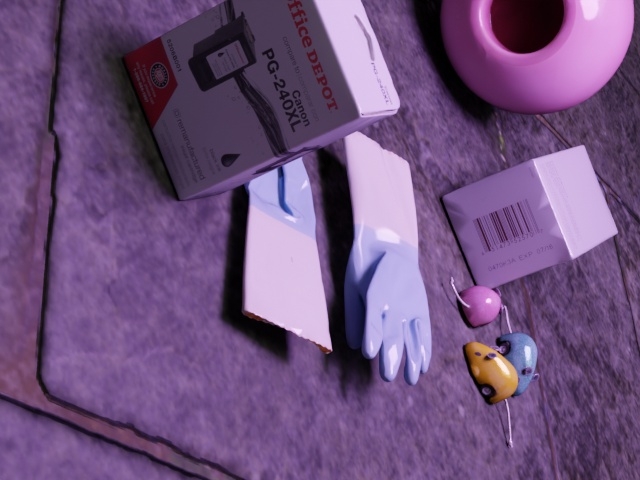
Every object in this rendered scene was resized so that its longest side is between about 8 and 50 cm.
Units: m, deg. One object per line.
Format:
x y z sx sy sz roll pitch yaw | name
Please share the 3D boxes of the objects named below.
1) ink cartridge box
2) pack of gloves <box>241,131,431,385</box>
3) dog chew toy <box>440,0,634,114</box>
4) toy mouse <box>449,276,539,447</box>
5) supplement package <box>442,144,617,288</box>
-0.039 -0.105 0.819 0.063 0.151 0.109 -17 84 -62 | ink cartridge box
0.000 0.000 0.948 0.195 0.046 0.232 27 44 -35 | pack of gloves
0.258 -0.245 1.402 0.206 0.207 0.332 68 20 3 | dog chew toy
0.172 0.090 1.169 0.161 0.031 0.143 62 28 -10 | toy mouse
0.215 -0.025 1.252 0.179 0.105 0.105 -18 86 -61 | supplement package
